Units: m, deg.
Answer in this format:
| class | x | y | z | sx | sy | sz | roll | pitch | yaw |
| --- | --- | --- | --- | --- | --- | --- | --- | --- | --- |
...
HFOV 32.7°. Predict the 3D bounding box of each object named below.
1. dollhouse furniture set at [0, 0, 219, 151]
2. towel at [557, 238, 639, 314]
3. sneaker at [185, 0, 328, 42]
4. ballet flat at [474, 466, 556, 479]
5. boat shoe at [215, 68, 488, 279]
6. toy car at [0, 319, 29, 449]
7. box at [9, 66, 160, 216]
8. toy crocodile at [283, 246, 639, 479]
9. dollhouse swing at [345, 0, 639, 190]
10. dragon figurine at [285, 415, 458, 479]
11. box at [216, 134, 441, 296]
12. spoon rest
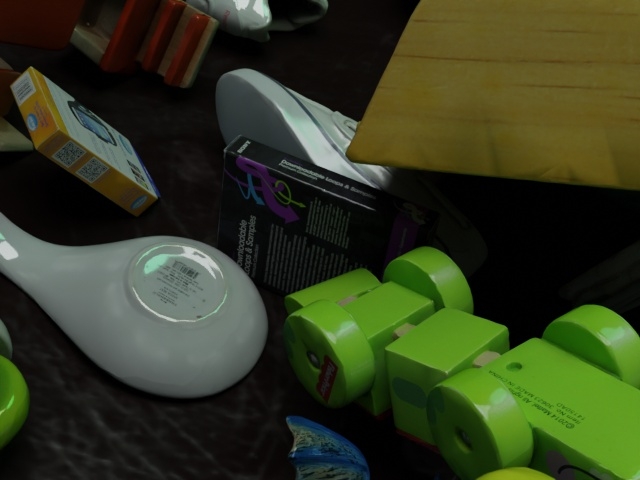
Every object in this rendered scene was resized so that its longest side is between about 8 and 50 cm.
| class | x | y | z | sx | sy | sz | roll | pitch | yaw |
| --- | --- | --- | --- | --- | --- | --- | --- | --- | --- |
| dollhouse furniture set | -0.210 | -0.194 | 0.891 | 0.135 | 0.262 | 0.259 | 33 | 17 | 20 |
| towel | 0.374 | -0.057 | 0.793 | 0.317 | 0.332 | 0.053 | -27 | 82 | -29 |
| sneaker | -0.031 | -0.268 | 1.111 | 0.115 | 0.090 | 0.232 | 31 | 57 | 13 |
| ballet flat | 0.054 | 0.163 | 0.432 | 0.077 | 0.077 | 0.231 | 30 | 49 | 20 |
| boat shoe | 0.023 | -0.055 | 0.883 | 0.088 | 0.096 | 0.267 | -27 | 56 | -37 |
| toy car | -0.271 | 0.084 | 0.656 | 0.182 | 0.136 | 0.159 | 1 | 44 | -9 |
| box | -0.182 | -0.073 | 0.864 | 0.028 | 0.136 | 0.081 | -38 | 51 | 8 |
| toy crocodile | 0.085 | 0.088 | 0.655 | 0.115 | 0.105 | 0.340 | -27 | 30 | -30 |
| dollhouse swing | 0.218 | -0.197 | 0.771 | 0.315 | 0.305 | 0.347 | 8 | 10 | 24 |
| dragon figurine | -0.008 | 0.154 | 0.584 | 0.144 | 0.289 | 0.085 | -35 | 46 | 9 |
| box | 0.000 | 0.000 | 0.805 | 0.162 | 0.116 | 0.029 | 22 | 42 | 12 |
| spoon rest | -0.165 | 0.019 | 0.799 | 0.276 | 0.084 | 0.137 | 32 | 48 | 4 |
